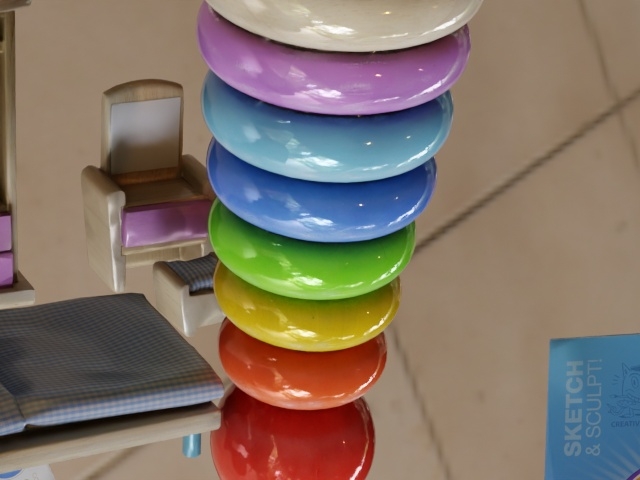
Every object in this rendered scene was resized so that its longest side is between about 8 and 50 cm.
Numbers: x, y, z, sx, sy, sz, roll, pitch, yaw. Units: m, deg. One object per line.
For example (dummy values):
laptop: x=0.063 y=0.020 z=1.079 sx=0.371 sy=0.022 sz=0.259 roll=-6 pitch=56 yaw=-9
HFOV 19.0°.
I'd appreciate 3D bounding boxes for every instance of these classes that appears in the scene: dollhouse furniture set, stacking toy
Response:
dollhouse furniture set: x=-0.141 y=-0.010 z=1.036 sx=0.286 sy=0.303 sz=0.198 roll=-8 pitch=115 yaw=-25
stacking toy: x=0.000 y=0.000 z=0.971 sx=0.141 sy=0.141 sz=0.330 roll=-33 pitch=136 yaw=-47

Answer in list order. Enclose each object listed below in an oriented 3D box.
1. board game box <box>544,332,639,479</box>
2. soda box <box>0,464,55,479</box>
board game box: x=0.274 y=0.219 z=1.330 sx=0.064 sy=0.242 sz=0.316 roll=35 pitch=54 yaw=-56
soda box: x=-0.306 y=0.227 z=1.833 sx=0.074 sy=0.069 sz=0.216 roll=-36 pitch=118 yaw=-36
